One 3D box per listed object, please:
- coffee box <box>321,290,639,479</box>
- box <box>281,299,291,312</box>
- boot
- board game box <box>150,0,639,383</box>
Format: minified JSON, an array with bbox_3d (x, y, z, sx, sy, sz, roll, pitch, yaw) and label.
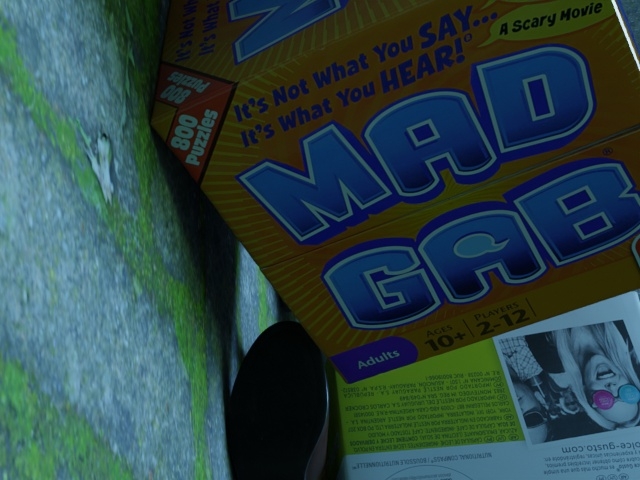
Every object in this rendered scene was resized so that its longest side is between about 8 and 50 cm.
[{"bbox_3d":[0.170,0.287,1.244,0.338,0.338,0.334,99,-14,-58],"label":"coffee box"},{"bbox_3d":[0.000,0.000,1.598,0.207,0.108,0.153,-72,154,-78],"label":"box"},{"bbox_3d":[-0.022,0.221,1.186,0.280,0.096,0.264,54,29,-81],"label":"boot"},{"bbox_3d":[0.103,-0.153,1.068,0.356,0.356,0.356,55,22,-38],"label":"board game box"}]
